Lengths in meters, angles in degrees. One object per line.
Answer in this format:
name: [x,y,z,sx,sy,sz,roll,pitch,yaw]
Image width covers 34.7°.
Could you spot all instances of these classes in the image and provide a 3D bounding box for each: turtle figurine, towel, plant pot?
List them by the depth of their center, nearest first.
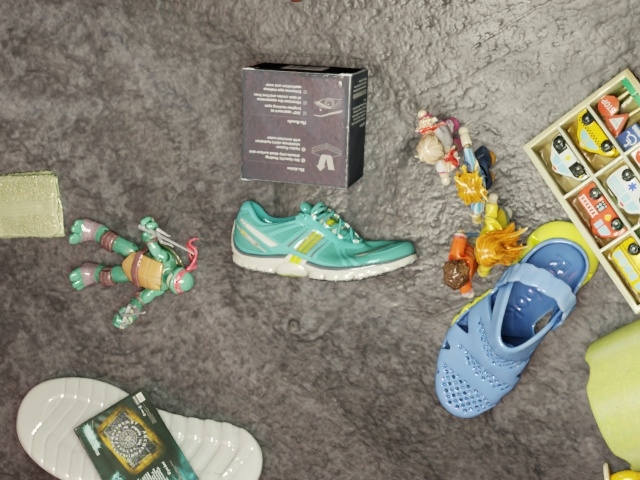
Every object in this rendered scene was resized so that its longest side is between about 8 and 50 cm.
plant pot: [0.482,0.171,1.274,0.254,0.276,0.276,-25,96,34]
turtle figurine: [-0.274,0.045,1.543,0.234,0.118,0.175,15,95,30]
towel: [-0.476,-0.055,1.627,0.148,0.027,0.110,-1,104,18]

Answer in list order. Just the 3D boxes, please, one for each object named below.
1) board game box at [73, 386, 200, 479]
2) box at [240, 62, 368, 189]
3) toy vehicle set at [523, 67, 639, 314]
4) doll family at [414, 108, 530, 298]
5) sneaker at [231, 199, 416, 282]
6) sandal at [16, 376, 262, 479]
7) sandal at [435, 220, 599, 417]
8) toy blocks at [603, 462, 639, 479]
board game box: [-0.281,0.329,1.561,0.126,0.026,0.186,-30,59,-14]
box: [-0.022,-0.161,1.415,0.156,0.093,0.158,7,106,16]
toy vehicle set: [0.394,-0.062,1.280,0.166,0.035,0.267,-39,65,23]
doll family: [0.205,-0.053,1.333,0.118,0.163,0.263,-10,101,20]
sneaker: [0.000,0.000,1.452,0.275,0.107,0.110,6,97,16]
sandal: [-0.294,0.340,1.634,0.416,0.169,0.102,14,149,14]
sandal: [0.251,0.118,1.383,0.126,0.138,0.317,31,114,5]
toy blocks: [0.479,0.357,1.419,0.148,0.054,0.123,-12,100,20]
